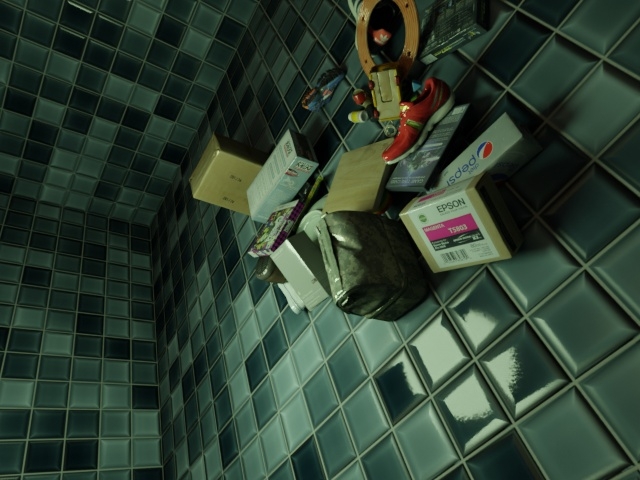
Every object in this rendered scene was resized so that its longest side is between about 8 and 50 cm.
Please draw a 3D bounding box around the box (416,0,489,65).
[{"bbox_3d":[0.400,-0.671,1.399,0.232,0.059,0.184,-13,67,53],"label":"box"}]

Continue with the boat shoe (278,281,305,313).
[{"bbox_3d":[-0.100,0.198,1.777,0.075,0.083,0.226,-40,40,2],"label":"boat shoe"}]

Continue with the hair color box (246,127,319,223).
[{"bbox_3d":[-0.169,-0.260,1.925,0.374,0.113,0.185,-49,41,34],"label":"hair color box"}]

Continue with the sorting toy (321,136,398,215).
[{"bbox_3d":[0.147,-0.183,1.509,0.257,0.089,0.256,-5,61,53],"label":"sorting toy"}]

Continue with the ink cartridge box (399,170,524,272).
[{"bbox_3d":[0.339,-0.035,1.121,0.088,0.193,0.234,-42,13,-37],"label":"ink cartridge box"}]

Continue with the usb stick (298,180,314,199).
[{"bbox_3d":[-0.104,-0.252,1.971,0.278,0.045,0.077,42,119,53],"label":"usb stick"}]

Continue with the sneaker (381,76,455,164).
[{"bbox_3d":[0.261,-0.351,1.333,0.279,0.118,0.107,-51,23,11],"label":"sneaker"}]

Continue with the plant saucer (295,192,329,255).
[{"bbox_3d":[0.000,0.000,1.676,0.400,0.100,0.401,-27,55,48],"label":"plant saucer"}]

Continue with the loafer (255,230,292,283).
[{"bbox_3d":[-0.168,0.041,1.861,0.133,0.130,0.366,-32,31,36],"label":"loafer"}]

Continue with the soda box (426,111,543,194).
[{"bbox_3d":[0.407,-0.179,1.168,0.286,0.091,0.098,-47,41,35],"label":"soda box"}]

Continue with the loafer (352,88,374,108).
[{"bbox_3d":[0.157,-0.532,1.702,0.056,0.050,0.148,-60,38,19],"label":"loafer"}]

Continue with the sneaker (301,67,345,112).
[{"bbox_3d":[0.020,-0.628,1.912,0.221,0.087,0.083,-41,53,15],"label":"sneaker"}]

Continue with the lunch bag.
[{"bbox_3d":[0.124,0.064,1.331,0.212,0.255,0.305,-45,43,36],"label":"lunch bag"}]

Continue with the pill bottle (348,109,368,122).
[{"bbox_3d":[0.140,-0.462,1.704,0.083,0.043,0.044,21,95,56],"label":"pill bottle"}]

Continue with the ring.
[{"bbox_3d":[0.225,-0.687,1.529,0.336,0.032,0.337,43,141,49],"label":"ring"}]

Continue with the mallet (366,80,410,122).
[{"bbox_3d":[0.237,-0.479,1.585,0.189,0.039,0.063,-25,66,42],"label":"mallet"}]

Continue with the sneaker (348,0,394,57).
[{"bbox_3d":[0.201,-0.864,1.709,0.148,0.131,0.350,-27,66,49],"label":"sneaker"}]

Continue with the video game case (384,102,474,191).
[{"bbox_3d":[0.307,-0.261,1.313,0.274,0.026,0.196,-61,24,-7],"label":"video game case"}]

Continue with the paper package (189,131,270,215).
[{"bbox_3d":[-0.423,-0.311,2.200,0.309,0.324,0.168,-52,41,29],"label":"paper package"}]

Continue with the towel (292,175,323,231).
[{"bbox_3d":[-0.049,-0.142,1.801,0.237,0.021,0.102,-62,-2,2],"label":"towel"}]

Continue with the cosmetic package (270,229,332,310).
[{"bbox_3d":[-0.048,0.100,1.554,0.238,0.107,0.127,50,132,5],"label":"cosmetic package"}]

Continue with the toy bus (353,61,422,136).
[{"bbox_3d":[0.225,-0.483,1.508,0.202,0.190,0.104,-49,13,39],"label":"toy bus"}]

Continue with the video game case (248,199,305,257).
[{"bbox_3d":[-0.172,-0.043,1.771,0.210,0.041,0.232,-8,49,59],"label":"video game case"}]
